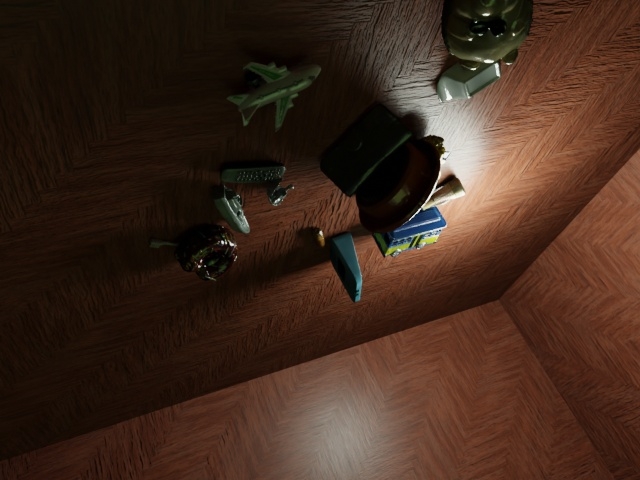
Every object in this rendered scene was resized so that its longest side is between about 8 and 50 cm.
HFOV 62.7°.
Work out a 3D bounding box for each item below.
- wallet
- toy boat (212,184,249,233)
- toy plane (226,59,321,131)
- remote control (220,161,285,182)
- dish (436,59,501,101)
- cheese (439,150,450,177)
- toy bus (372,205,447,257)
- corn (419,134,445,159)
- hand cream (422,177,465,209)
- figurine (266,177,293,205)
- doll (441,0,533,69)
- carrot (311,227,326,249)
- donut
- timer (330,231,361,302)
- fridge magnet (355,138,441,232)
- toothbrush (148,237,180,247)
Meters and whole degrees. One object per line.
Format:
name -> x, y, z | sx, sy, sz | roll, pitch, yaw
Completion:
wallet -> 0.143, -0.294, 1.730 | 0.165, 0.042, 0.309 | 42, 116, -11
toy boat -> -0.287, -0.096, 1.778 | 0.085, 0.078, 0.260 | -13, 150, 6
toy plane -> -0.119, -0.406, 1.387 | 0.255, 0.101, 0.251 | -30, 151, 0
remote control -> -0.215, -0.218, 1.675 | 0.222, 0.042, 0.072 | -6, 146, -33
dish -> 0.490, -0.525, 1.710 | 0.234, 0.064, 0.154 | -31, 151, 12
cheese -> 0.415, -0.256, 2.080 | 0.177, 0.069, 0.270 | -7, 146, -30
toy bus -> 0.394, -0.045, 2.339 | 0.288, 0.138, 0.175 | -14, 150, -19
corn -> 0.329, -0.255, 1.968 | 0.121, 0.120, 0.363 | 2, 142, -40
hand cream -> 0.518, -0.193, 2.268 | 0.203, 0.083, 0.084 | -26, 152, 14
figurine -> -0.143, -0.164, 1.778 | 0.082, 0.094, 0.086 | 43, 148, -22
doll -> 0.428, -0.610, 1.350 | 0.247, 0.247, 0.349 | -25, 143, -2
carrot -> 0.000, 0.000, 2.198 | 0.047, 0.047, 0.191 | -25, 152, -1
donut -> -0.393, 0.051, 1.878 | 0.216, 0.096, 0.230 | -33, 143, -10
timer -> 0.130, 0.120, 2.283 | 0.091, 0.249, 0.231 | -18, 151, -11
fridge magnet -> 0.252, -0.192, 1.792 | 0.155, 0.363, 0.363 | 31, 121, -29
toothbrush -> -0.461, 0.028, 1.897 | 0.342, 0.025, 0.030 | 10, 134, -46
